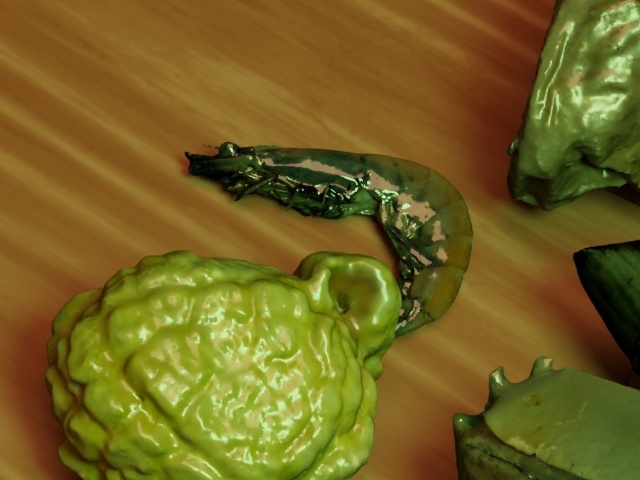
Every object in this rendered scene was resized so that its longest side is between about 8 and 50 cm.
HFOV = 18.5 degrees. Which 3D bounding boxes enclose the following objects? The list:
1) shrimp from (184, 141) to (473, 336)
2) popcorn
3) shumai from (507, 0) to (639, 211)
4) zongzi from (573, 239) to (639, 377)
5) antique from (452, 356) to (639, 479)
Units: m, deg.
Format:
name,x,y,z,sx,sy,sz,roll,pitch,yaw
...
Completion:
name,x,y,z,sx,sy,sz,roll,pitch,yaw
shrimp,0.000,0.000,1.690,0.262,0.051,0.198,12,55,-3
popcorn,-0.066,0.124,1.527,0.286,0.174,0.225,-4,70,-17
shumai,0.321,-0.147,1.701,0.262,0.267,0.314,16,61,6
zongzi,0.424,0.118,1.484,0.319,0.362,0.383,5,50,-27
antique,0.228,0.190,1.443,0.284,0.150,0.125,25,48,33
